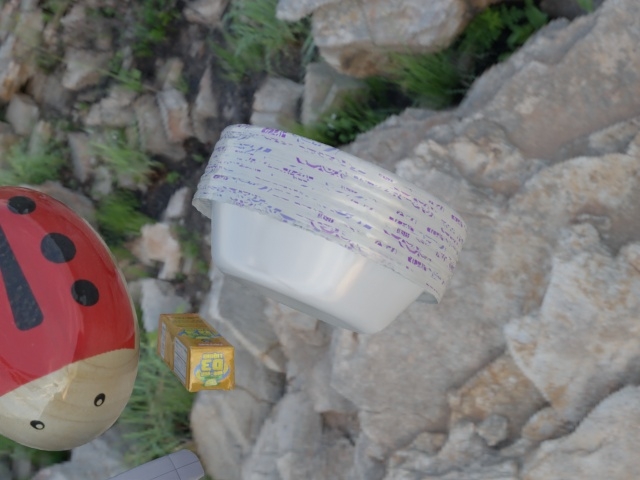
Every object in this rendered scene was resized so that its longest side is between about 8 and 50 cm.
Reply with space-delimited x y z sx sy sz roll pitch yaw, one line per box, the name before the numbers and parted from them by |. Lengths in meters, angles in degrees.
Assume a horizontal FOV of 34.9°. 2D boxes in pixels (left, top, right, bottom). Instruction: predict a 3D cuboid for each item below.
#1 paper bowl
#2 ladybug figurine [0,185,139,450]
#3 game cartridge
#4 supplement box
paper bowl | 0.000 0.000 1.076 0.284 0.284 0.148 17 80 40
ladybug figurine | -0.448 0.099 1.553 0.305 0.162 0.449 -26 76 -13
game cartridge | -0.320 0.393 1.481 0.198 0.297 0.062 -45 70 37
supplement box | -0.205 0.179 1.660 0.233 0.078 0.080 -153 66 -66
